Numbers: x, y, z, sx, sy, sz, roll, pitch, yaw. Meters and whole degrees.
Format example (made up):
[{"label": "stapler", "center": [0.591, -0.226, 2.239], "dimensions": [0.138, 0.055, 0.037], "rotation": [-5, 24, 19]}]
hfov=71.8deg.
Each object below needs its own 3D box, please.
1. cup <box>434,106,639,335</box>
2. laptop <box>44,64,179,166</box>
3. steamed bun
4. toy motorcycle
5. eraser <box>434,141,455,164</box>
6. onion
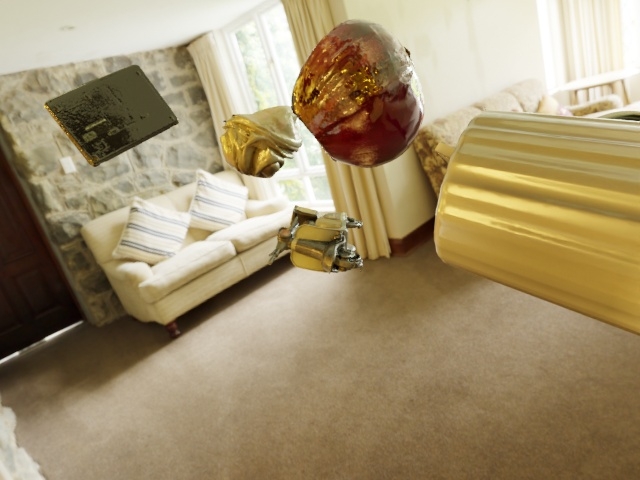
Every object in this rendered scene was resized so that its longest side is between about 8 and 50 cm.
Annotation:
[{"label": "cup", "center": [0.231, -0.029, 0.394], "dimensions": [0.202, 0.167, 0.221], "rotation": [19, 25, 30]}, {"label": "laptop", "center": [-0.412, -0.258, 0.890], "dimensions": [0.207, 0.154, 0.026], "rotation": [-41, 11, -31]}, {"label": "steamed bun", "center": [-0.183, -0.312, 1.478], "dimensions": [0.280, 0.207, 0.268], "rotation": [-17, 3, -23]}, {"label": "toy motorcycle", "center": [0.000, 0.000, 0.825], "dimensions": [0.157, 0.091, 0.263], "rotation": [11, 15, 1]}, {"label": "eraser", "center": [0.293, -0.150, 0.884], "dimensions": [0.103, 0.023, 0.150], "rotation": [34, 13, 24]}, {"label": "onion", "center": [0.097, -0.293, 0.987], "dimensions": [0.281, 0.260, 0.337], "rotation": [-35, -11, -5]}]
